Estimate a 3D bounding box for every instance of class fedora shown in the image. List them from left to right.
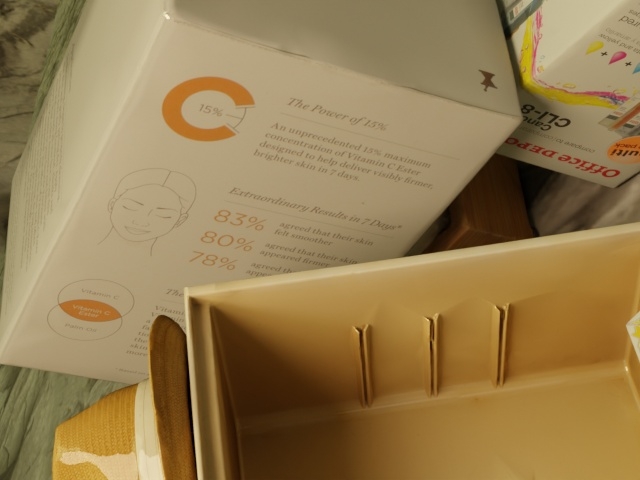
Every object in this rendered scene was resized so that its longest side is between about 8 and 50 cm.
[{"bbox_3d":[-0.096,0.136,0.663,0.194,0.079,0.194,171,90,-88],"label":"fedora"}]

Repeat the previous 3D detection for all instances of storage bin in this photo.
[{"bbox_3d":[0.077,0.139,0.608,0.123,0.262,0.260,85,176,-45],"label":"storage bin"}]

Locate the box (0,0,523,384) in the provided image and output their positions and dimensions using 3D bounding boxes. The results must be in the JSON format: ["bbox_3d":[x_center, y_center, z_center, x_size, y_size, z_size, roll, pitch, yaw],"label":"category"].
[{"bbox_3d":[-0.061,-0.057,0.805,0.345,0.215,0.168,-52,34,45],"label":"box"}]

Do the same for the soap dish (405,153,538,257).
[{"bbox_3d":[0.053,-0.052,0.973,0.229,0.118,0.291,-50,34,43],"label":"soap dish"}]

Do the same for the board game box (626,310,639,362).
[{"bbox_3d":[0.222,0.031,0.518,0.103,0.154,0.026,-55,30,37],"label":"board game box"}]

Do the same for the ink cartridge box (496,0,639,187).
[{"bbox_3d":[0.178,-0.134,0.741,0.176,0.128,0.127,-41,41,53],"label":"ink cartridge box"}]
